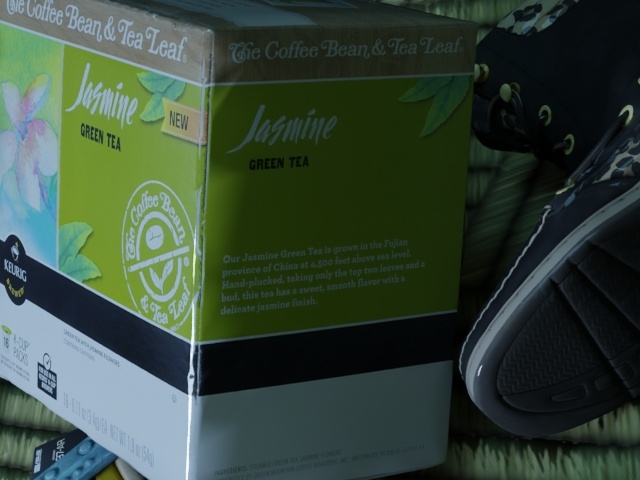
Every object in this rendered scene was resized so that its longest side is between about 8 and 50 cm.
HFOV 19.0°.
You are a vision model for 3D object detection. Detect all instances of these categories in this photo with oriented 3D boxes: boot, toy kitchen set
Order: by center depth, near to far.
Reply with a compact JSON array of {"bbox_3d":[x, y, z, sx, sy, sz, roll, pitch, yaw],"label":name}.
[{"bbox_3d":[0.196,-0.052,1.400,0.377,0.138,0.284,-51,32,-2],"label":"boot"},{"bbox_3d":[-0.187,0.233,1.412,0.166,0.122,0.207,-38,35,-9],"label":"toy kitchen set"}]

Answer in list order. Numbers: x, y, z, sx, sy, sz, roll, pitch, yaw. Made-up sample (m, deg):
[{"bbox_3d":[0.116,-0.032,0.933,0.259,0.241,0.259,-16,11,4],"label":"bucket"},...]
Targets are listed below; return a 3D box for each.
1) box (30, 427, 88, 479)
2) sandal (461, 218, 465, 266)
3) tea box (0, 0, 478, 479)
[{"bbox_3d":[-0.213,0.198,1.603,0.067,0.018,0.083,-24,39,21],"label":"box"},{"bbox_3d":[0.072,-0.049,1.472,0.076,0.102,0.265,-7,53,-9],"label":"sandal"},{"bbox_3d":[-0.075,-0.022,1.378,0.329,0.220,0.323,21,111,54],"label":"tea box"}]
